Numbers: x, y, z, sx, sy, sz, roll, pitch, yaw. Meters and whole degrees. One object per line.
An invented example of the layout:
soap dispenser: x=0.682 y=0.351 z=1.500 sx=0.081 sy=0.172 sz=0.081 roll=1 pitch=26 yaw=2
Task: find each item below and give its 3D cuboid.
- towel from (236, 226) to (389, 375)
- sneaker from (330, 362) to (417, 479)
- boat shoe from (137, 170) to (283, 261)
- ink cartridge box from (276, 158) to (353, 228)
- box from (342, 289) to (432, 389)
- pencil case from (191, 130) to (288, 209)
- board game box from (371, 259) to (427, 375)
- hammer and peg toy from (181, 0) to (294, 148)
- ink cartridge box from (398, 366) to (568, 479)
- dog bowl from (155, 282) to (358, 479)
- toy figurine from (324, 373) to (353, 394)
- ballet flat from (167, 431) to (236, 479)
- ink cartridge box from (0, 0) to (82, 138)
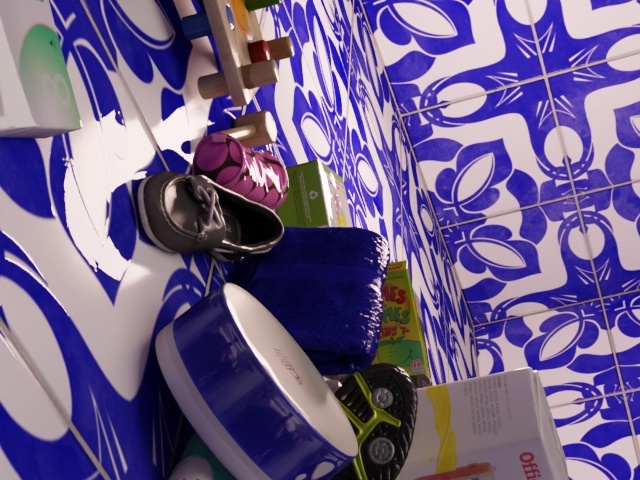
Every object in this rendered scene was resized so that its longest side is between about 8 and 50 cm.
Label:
towel: x=-0.022 y=0.075 z=1.562 sx=0.308 sy=0.227 sz=0.076 roll=-79 pitch=162 yaw=-58
sneaker: x=0.041 y=0.366 z=1.617 sx=0.147 sy=0.145 sz=0.385 roll=82 pitch=27 yaw=-75
boat shoe: x=-0.141 y=-0.036 z=1.473 sx=0.335 sy=0.095 sz=0.112 roll=25 pitch=53 yaw=-73
ink cartridge box: x=0.000 y=0.000 z=2.006 sx=0.189 sy=0.097 sz=0.255 roll=27 pitch=50 yaw=-72
box: x=0.116 y=0.214 z=2.111 sx=0.143 sy=0.165 sz=0.270 roll=56 pitch=25 yaw=-55
pencil case: x=-0.120 y=-0.105 z=1.645 sx=0.209 sy=0.095 sz=0.098 roll=20 pitch=82 yaw=-73
board game box: x=0.109 y=0.128 z=1.726 sx=0.043 sy=0.092 sz=0.181 roll=-72 pitch=151 yaw=-69
hammer and peg toy: x=-0.122 y=-0.306 z=1.706 sx=0.266 sy=0.127 sz=0.361 roll=-74 pitch=150 yaw=-68
ink cartridge box: x=0.214 y=0.391 z=1.863 sx=0.160 sy=0.384 sz=0.279 roll=-88 pitch=159 yaw=-48
dog bowl: x=-0.073 y=0.182 z=1.304 sx=0.265 sy=0.104 sz=0.265 roll=51 pitch=6 yaw=-8
toy figurine: x=0.001 y=0.164 z=1.736 sx=0.209 sy=0.148 sz=0.213 roll=55 pitch=25 yaw=-56
ballet flat: x=-0.137 y=0.312 z=1.194 sx=0.087 sy=0.083 sz=0.247 roll=37 pitch=37 yaw=-47
ink cartridge box: x=-0.314 y=-0.188 z=1.027 sx=0.224 sy=0.056 sz=0.181 roll=-19 pitch=95 yaw=-78
